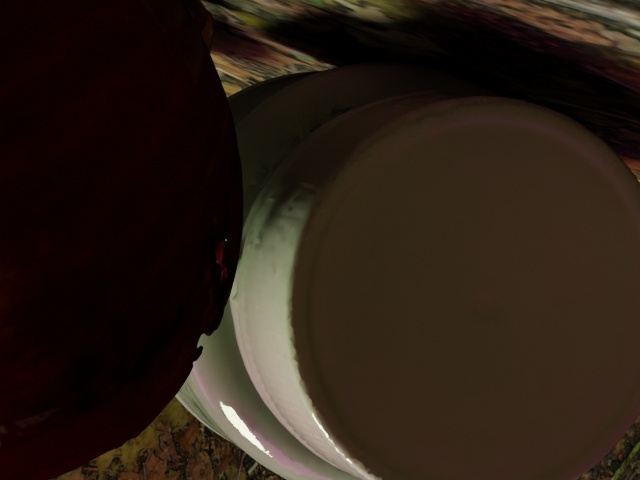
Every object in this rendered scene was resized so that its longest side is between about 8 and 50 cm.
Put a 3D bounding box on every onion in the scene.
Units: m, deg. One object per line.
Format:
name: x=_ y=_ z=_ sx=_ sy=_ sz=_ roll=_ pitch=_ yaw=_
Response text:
onion: x=-0.194 y=-0.041 z=0.771 sx=0.341 sy=0.341 sz=0.341 roll=19 pitch=178 yaw=1

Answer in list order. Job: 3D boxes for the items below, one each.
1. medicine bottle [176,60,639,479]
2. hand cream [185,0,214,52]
medicine bottle: x=0.035 y=0.022 z=0.939 sx=0.241 sy=0.241 sz=0.302 roll=20 pitch=177 yaw=-17
hand cream: x=-0.217 y=-0.155 z=0.977 sx=0.314 sy=0.089 sz=0.140 roll=26 pitch=176 yaw=12
